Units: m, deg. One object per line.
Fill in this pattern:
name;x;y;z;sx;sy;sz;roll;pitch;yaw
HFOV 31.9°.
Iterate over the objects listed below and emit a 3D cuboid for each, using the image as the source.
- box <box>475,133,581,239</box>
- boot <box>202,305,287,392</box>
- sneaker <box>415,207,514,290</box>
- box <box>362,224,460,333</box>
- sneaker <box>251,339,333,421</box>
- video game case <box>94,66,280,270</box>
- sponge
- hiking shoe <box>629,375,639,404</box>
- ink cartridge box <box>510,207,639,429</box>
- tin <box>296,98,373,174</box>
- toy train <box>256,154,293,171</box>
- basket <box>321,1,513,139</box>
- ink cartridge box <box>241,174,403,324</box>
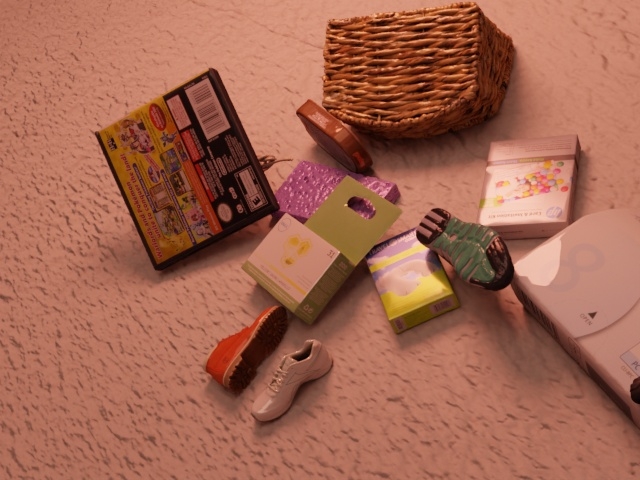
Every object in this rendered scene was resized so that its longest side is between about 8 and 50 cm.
box;0.329;-0.084;1.767;0.145;0.038;0.186;-3;50;25
boot;-0.120;0.158;1.758;0.084;0.059;0.158;19;62;44
sneaker;0.233;0.023;1.648;0.083;0.098;0.223;-51;34;4
box;0.136;0.051;1.737;0.109;0.042;0.178;-24;44;4
sneaker;-0.051;0.205;1.676;0.152;0.061;0.053;-44;47;-13
video game case;-0.234;-0.123;1.952;0.248;0.035;0.275;-27;83;13
sponge;0.019;-0.070;1.915;0.210;0.031;0.117;16;60;37
hiking shoe;0.463;0.240;1.317;0.226;0.086;0.114;27;68;9
ink cartridge box;0.498;0.044;1.526;0.385;0.091;0.308;-34;43;-4
tin;0.022;-0.181;1.963;0.040;0.106;0.189;-38;44;-9
toy train;-0.155;-0.147;2.036;0.248;0.105;0.143;-14;32;15
basket;0.177;-0.279;1.986;0.299;0.223;0.214;-2;82;25
ink cartridge box;0.000;0.000;1.803;0.235;0.056;0.171;-51;42;-2
